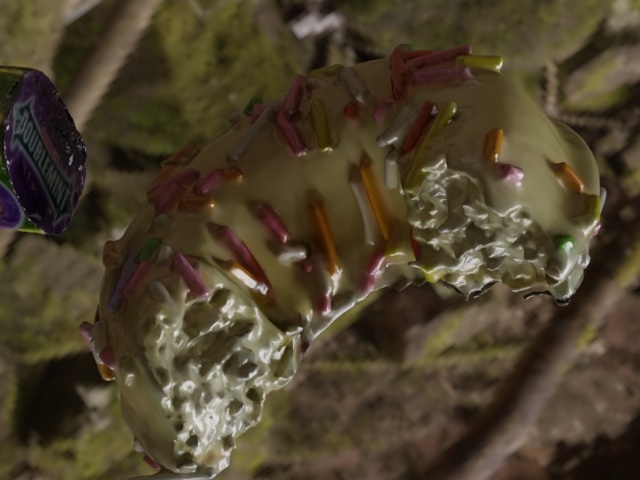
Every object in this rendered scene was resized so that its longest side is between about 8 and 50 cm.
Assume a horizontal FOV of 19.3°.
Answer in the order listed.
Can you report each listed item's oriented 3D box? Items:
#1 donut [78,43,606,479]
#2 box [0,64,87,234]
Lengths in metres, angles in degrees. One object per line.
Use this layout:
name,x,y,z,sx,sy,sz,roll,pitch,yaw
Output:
donut,0.006,-0.007,1.315,0.371,0.150,0.307,-28,-154,10
box,-0.353,-0.076,1.377,0.345,0.134,0.097,7,-120,19
